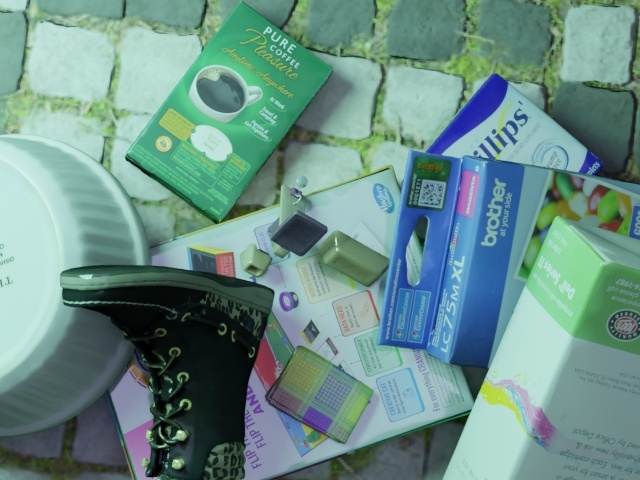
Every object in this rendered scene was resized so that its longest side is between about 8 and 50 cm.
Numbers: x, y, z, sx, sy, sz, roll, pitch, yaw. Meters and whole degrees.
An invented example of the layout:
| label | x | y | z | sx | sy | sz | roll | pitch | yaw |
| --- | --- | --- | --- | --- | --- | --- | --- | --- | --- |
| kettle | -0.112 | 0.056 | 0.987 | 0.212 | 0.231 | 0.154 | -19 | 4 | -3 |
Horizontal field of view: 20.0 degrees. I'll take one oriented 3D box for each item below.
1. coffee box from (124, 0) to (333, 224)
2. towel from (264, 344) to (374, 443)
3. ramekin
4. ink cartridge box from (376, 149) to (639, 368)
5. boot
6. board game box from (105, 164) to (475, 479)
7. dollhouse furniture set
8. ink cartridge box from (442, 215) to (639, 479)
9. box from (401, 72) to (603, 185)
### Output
| label | x | y | z | sx | sy | sz | roll | pitch | yaw |
| --- | --- | --- | --- | --- | --- | --- | --- | --- | --- |
| coffee box | -0.084 | -0.119 | 1.702 | 0.113 | 0.040 | 0.184 | 35 | 82 | 1 |
| towel | -0.001 | 0.137 | 1.622 | 0.083 | 0.009 | 0.060 | 30 | 80 | 0 |
| ramekin | -0.292 | 0.031 | 1.581 | 0.273 | 0.127 | 0.272 | -3 | 81 | 17 |
| ink cartridge box | 0.214 | 0.030 | 1.631 | 0.311 | 0.065 | 0.185 | 9 | 96 | -18 |
| boot | -0.129 | 0.113 | 1.525 | 0.085 | 0.236 | 0.178 | 3 | 85 | 37 |
| board game box | -0.046 | 0.094 | 1.663 | 0.317 | 0.064 | 0.242 | -18 | 84 | -6 |
| dollhouse furniture set | 0.000 | 0.000 | 1.642 | 0.114 | 0.091 | 0.081 | 29 | 38 | -21 |
| ink cartridge box | 0.240 | 0.179 | 1.581 | 0.207 | 0.119 | 0.353 | 16 | 106 | -21 |
| box | 0.169 | -0.062 | 1.695 | 0.137 | 0.072 | 0.126 | 40 | 81 | 2 |
